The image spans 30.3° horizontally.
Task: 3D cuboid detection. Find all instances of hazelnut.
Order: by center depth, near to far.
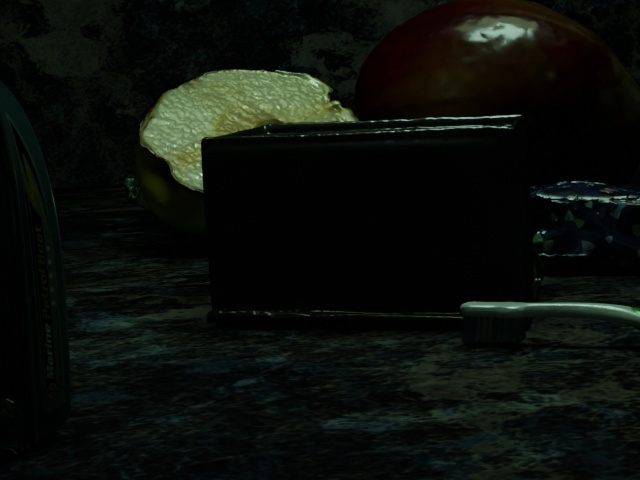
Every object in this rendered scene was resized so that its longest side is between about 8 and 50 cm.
[{"bbox_3d":[0.264,-0.170,1.697,0.421,0.352,0.421,24,-24,11],"label":"hazelnut"}]

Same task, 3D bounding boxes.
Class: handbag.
[{"bbox_3d":[0.349,-0.020,1.503,0.260,0.113,0.162,0,13,13],"label":"handbag"}]

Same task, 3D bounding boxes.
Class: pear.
[{"bbox_3d":[-0.117,-0.107,1.910,0.386,0.191,0.340,-21,53,-34],"label":"pear"}]

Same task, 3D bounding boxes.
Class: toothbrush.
[{"bbox_3d":[0.329,0.076,1.048,0.418,0.040,0.042,0,6,18],"label":"toothbrush"}]

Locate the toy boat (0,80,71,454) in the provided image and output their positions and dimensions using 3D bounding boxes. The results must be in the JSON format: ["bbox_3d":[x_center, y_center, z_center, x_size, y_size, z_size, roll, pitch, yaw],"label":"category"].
[{"bbox_3d":[-0.253,0.005,0.855,0.114,0.296,0.122,2,12,34],"label":"toy boat"}]

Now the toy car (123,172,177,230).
[{"bbox_3d":[-0.241,-0.069,2.133,0.141,0.097,0.321,-7,13,-31],"label":"toy car"}]

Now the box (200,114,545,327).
[{"bbox_3d":[0.065,-0.027,1.301,0.345,0.204,0.251,-1,8,14],"label":"box"}]
